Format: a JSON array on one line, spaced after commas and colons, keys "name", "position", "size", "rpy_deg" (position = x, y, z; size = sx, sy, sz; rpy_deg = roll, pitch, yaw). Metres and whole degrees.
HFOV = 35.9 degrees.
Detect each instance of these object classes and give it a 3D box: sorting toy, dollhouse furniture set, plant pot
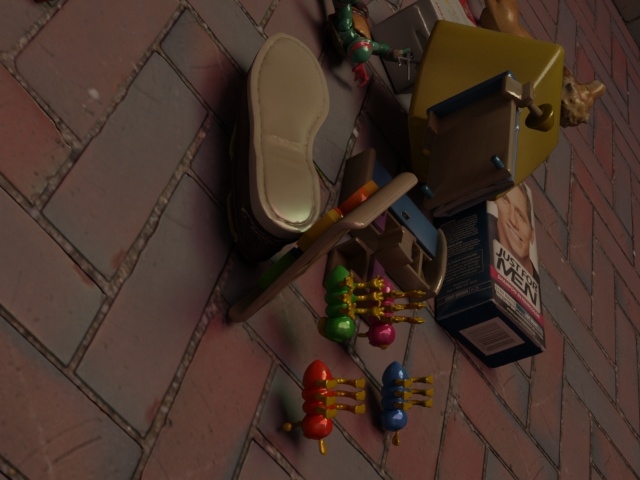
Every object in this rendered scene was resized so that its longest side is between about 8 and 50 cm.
[{"name": "sorting toy", "position": [0.000, 0.000, 1.126], "size": [0.038, 0.208, 0.193], "rpy_deg": [52, 32, 0]}, {"name": "dollhouse furniture set", "position": [0.198, -0.032, 1.356], "size": [0.198, 0.303, 0.286], "rpy_deg": [45, 37, -30]}, {"name": "plant pot", "position": [0.243, -0.188, 1.546], "size": [0.187, 0.212, 0.212], "rpy_deg": [-56, 152, -32]}]

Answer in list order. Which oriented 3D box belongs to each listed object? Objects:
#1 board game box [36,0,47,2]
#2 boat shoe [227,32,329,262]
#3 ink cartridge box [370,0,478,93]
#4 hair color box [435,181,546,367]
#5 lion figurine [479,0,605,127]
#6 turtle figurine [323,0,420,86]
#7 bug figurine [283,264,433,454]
[{"name": "board game box", "position": [-0.264, -0.387, 1.105], "size": [0.281, 0.027, 0.145], "rpy_deg": [-65, 149, -51]}, {"name": "boat shoe", "position": [-0.058, -0.121, 1.225], "size": [0.116, 0.097, 0.324], "rpy_deg": [20, 50, -25]}, {"name": "ink cartridge box", "position": [0.195, -0.342, 1.729], "size": [0.176, 0.127, 0.128], "rpy_deg": [-19, 85, -60]}, {"name": "hair color box", "position": [0.277, 0.015, 1.639], "size": [0.174, 0.105, 0.347], "rpy_deg": [41, 39, -37]}, {"name": "lion figurine", "position": [0.426, -0.407, 2.088], "size": [0.392, 0.142, 0.240], "rpy_deg": [42, 26, -8]}, {"name": "turtle figurine", "position": [0.062, -0.343, 1.541], "size": [0.175, 0.118, 0.234], "rpy_deg": [58, 11, -46]}, {"name": "bug figurine", "position": [0.051, 0.144, 1.198], "size": [0.279, 0.072, 0.216], "rpy_deg": [14, 79, -58]}]
